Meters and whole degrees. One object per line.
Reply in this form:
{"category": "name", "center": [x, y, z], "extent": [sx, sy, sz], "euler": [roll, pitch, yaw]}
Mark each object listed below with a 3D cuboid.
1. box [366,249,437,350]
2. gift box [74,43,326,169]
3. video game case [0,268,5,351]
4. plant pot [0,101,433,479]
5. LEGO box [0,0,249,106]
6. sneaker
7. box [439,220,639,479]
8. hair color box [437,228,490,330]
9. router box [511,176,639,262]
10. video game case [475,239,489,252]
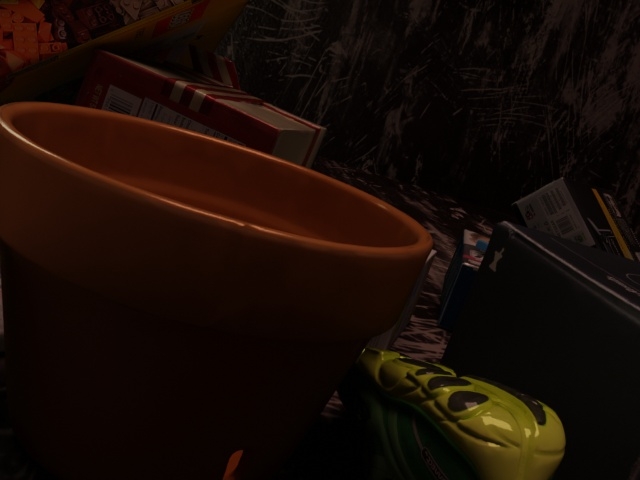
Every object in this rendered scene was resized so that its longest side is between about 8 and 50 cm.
{"category": "box", "center": [0.068, 0.056, 0.862], "extent": [0.103, 0.114, 0.203], "euler": [22, 12, 14]}
{"category": "gift box", "center": [-0.163, -0.095, 0.829], "extent": [0.276, 0.255, 0.258], "euler": [30, 13, 7]}
{"category": "video game case", "center": [-0.289, 0.040, 0.633], "extent": [0.201, 0.023, 0.183], "euler": [24, 14, 28]}
{"category": "plant pot", "center": [-0.093, 0.044, 0.481], "extent": [0.291, 0.203, 0.291], "euler": [18, 12, -4]}
{"category": "LEGO box", "center": [-0.316, -0.298, 0.910], "extent": [0.373, 0.193, 0.500], "euler": [-30, 9, -17]}
{"category": "sneaker", "center": [0.061, 0.146, 0.493], "extent": [0.110, 0.123, 0.295], "euler": [16, -6, -7]}
{"category": "box", "center": [0.333, 0.164, 0.558], "extent": [0.396, 0.211, 0.293], "euler": [17, 13, -11]}
{"category": "hair color box", "center": [0.295, 0.077, 1.118], "extent": [0.174, 0.105, 0.347], "euler": [21, 12, 8]}
{"category": "router box", "center": [0.398, 0.073, 0.930], "extent": [0.243, 0.081, 0.308], "euler": [2, 63, -53]}
{"category": "video game case", "center": [0.334, 0.035, 1.078], "extent": [0.166, 0.015, 0.119], "euler": [7, 19, -47]}
